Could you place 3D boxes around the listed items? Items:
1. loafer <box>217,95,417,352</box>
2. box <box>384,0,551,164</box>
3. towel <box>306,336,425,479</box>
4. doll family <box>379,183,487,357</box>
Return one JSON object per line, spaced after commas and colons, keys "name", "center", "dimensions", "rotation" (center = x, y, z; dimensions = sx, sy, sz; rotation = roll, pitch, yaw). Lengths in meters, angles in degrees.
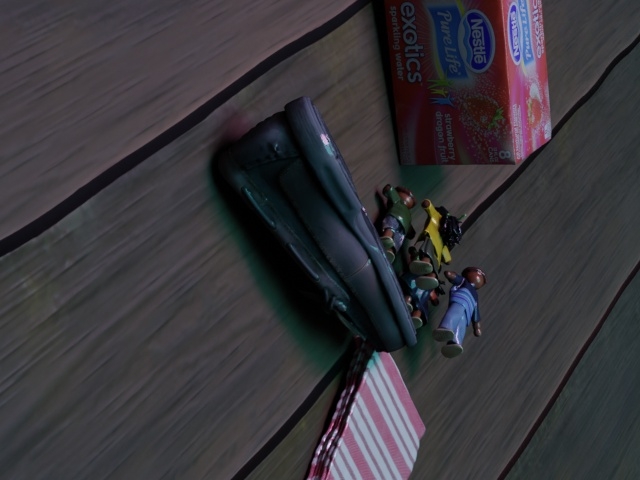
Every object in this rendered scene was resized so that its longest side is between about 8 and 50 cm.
{"name": "loafer", "center": [0.000, 0.000, 1.509], "dimensions": [0.302, 0.095, 0.109], "rotation": [64, 3, -46]}
{"name": "box", "center": [0.146, -0.210, 1.744], "dimensions": [0.123, 0.128, 0.256], "rotation": [-34, 122, -60]}
{"name": "towel", "center": [0.041, 0.200, 1.609], "dimensions": [0.144, 0.029, 0.197], "rotation": [64, 36, -38]}
{"name": "doll family", "center": [0.113, 0.025, 1.733], "dimensions": [0.111, 0.076, 0.193], "rotation": [-68, 149, -49]}
